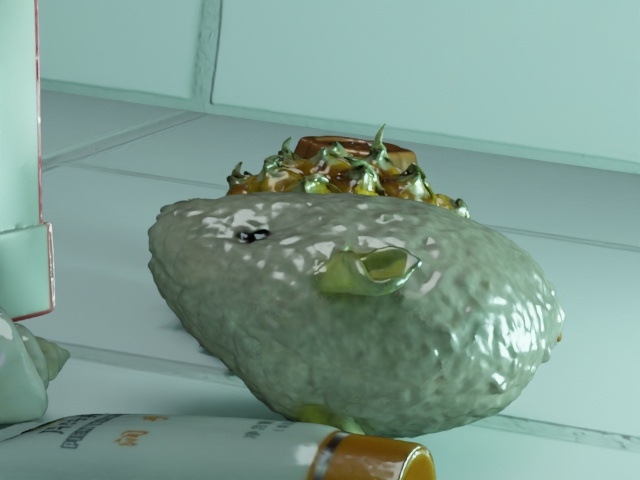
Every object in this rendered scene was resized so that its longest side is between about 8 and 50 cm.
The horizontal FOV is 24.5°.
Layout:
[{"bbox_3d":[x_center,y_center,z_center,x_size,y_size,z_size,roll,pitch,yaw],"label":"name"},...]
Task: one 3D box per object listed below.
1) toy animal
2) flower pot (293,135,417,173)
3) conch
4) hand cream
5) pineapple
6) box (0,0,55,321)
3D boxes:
[{"bbox_3d":[0.050,0.062,1.145,0.358,0.188,0.226,3,22,-23],"label":"toy animal"},{"bbox_3d":[0.028,-0.024,1.630,0.190,0.173,0.190,5,10,-1],"label":"flower pot"},{"bbox_3d":[-0.268,0.105,1.063,0.176,0.094,0.104,-27,38,-20],"label":"conch"},{"bbox_3d":[-0.086,0.148,0.908,0.314,0.089,0.139,3,7,20],"label":"hand cream"},{"bbox_3d":[-0.001,0.001,1.371,0.344,0.209,0.286,13,12,21],"label":"pineapple"},{"bbox_3d":[-0.425,-0.074,1.154,0.312,0.300,0.314,3,8,29],"label":"box"}]
